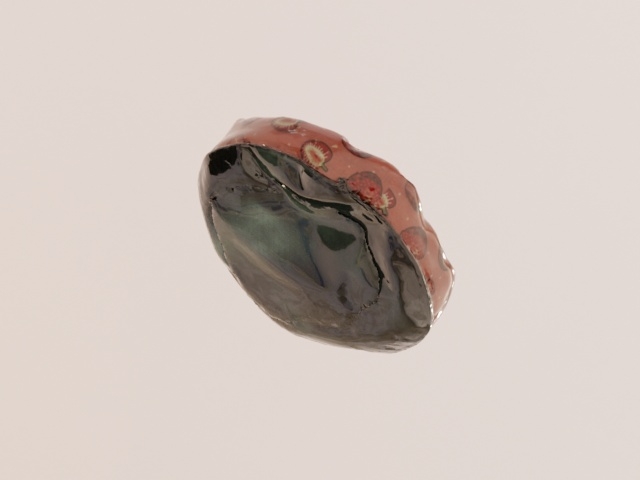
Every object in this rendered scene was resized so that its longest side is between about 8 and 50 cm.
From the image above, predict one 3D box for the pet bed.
[{"bbox_3d":[0.000,0.000,1.154,0.053,0.201,0.201,-51,-42,-30],"label":"pet bed"}]
